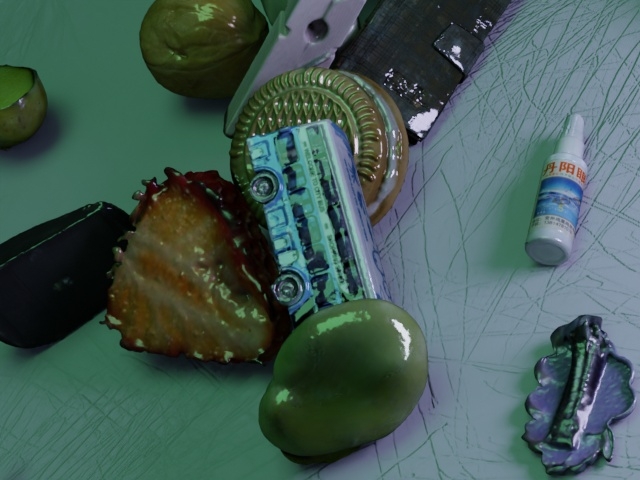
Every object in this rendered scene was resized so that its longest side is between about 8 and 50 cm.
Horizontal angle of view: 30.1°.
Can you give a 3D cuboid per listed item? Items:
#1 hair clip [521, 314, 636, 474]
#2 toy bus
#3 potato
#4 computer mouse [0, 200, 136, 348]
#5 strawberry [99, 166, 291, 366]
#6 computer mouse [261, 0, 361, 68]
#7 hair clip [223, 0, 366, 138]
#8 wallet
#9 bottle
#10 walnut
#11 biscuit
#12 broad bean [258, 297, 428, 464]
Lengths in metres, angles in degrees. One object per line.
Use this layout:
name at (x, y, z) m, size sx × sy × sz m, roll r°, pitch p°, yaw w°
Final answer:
hair clip at (0.283, 0.166, 1.305) m, size 0.124 × 0.052 × 0.195 m, roll -3°, pitch 56°, yaw 36°
toy bus at (0.000, 0.000, 1.500) m, size 0.131 × 0.106 × 0.297 m, roll -18°, pitch 73°, yaw 14°
potato at (-0.570, -0.224, 2.119) m, size 0.271 × 0.111 × 0.160 m, roll 9°, pitch 44°, yaw 45°
computer mouse at (-0.384, 0.044, 1.729) m, size 0.295 × 0.168 × 0.087 m, roll -31°, pitch 41°, yaw 0°
strawberry at (-0.140, 0.033, 1.605) m, size 0.280 × 0.150 × 0.254 m, roll 7°, pitch 90°, yaw 28°
computer mouse at (-0.026, -0.416, 1.874) m, size 0.145 × 0.228 × 0.429 m, roll -16°, pitch 42°, yaw 7°
hair clip at (-0.038, -0.264, 1.699) m, size 0.085 × 0.101 × 0.331 m, roll -83°, pitch 19°, yaw -44°
wallet at (0.155, -0.304, 1.728) m, size 0.317 × 0.169 × 0.044 m, roll -56°, pitch 3°, yaw -20°
bottle at (0.302, -0.070, 1.494) m, size 0.060 × 0.060 × 0.217 m, roll -3°, pitch 51°, yaw 29°
walnut at (-0.183, -0.322, 1.912) m, size 0.225 × 0.193 × 0.193 m, roll -2°, pitch 51°, yaw 41°
biscuit at (-0.005, -0.116, 1.630) m, size 0.259 × 0.079 × 0.259 m, roll -2°, pitch 86°, yaw 30°
broad bean at (0.026, 0.169, 1.384) m, size 0.228 × 0.169 × 0.100 m, roll -60°, pitch 1°, yaw 19°
